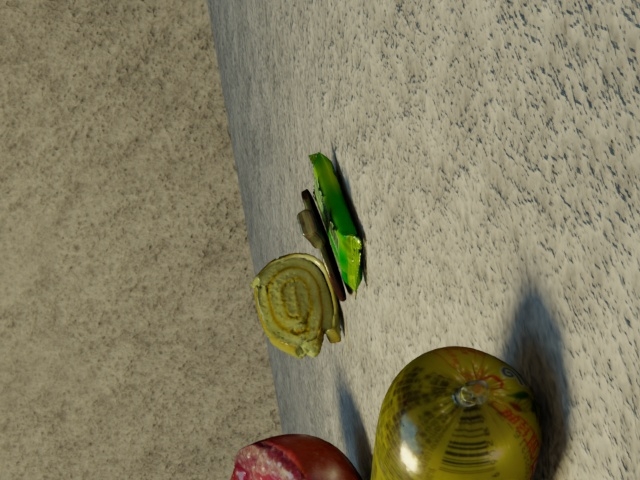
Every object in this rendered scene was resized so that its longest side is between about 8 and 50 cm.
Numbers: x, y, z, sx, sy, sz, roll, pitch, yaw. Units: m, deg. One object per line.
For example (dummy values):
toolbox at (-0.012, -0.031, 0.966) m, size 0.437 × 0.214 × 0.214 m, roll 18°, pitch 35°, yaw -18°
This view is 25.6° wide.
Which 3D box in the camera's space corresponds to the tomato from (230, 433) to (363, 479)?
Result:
tomato at (0.010, 0.441, 2.073) m, size 0.289 × 0.176 × 0.335 m, roll -11°, pitch 90°, yaw 62°

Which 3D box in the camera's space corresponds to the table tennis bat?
table tennis bat at (0.000, 0.000, 1.829) m, size 0.274 × 0.021 × 0.154 m, roll 53°, pitch -161°, yaw -78°

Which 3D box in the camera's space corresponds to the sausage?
sausage at (0.101, 0.182, 1.106) m, size 0.347 × 0.123 × 0.123 m, roll 93°, pitch 164°, yaw -60°

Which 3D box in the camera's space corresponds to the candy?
candy at (0.023, -0.022, 1.766) m, size 0.102 × 0.032 × 0.178 m, roll 81°, pitch 172°, yaw -45°

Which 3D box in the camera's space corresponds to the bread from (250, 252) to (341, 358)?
bread at (-0.034, 0.096, 2.038) m, size 0.064 × 0.117 × 0.156 m, roll 103°, pitch 155°, yaw -69°
